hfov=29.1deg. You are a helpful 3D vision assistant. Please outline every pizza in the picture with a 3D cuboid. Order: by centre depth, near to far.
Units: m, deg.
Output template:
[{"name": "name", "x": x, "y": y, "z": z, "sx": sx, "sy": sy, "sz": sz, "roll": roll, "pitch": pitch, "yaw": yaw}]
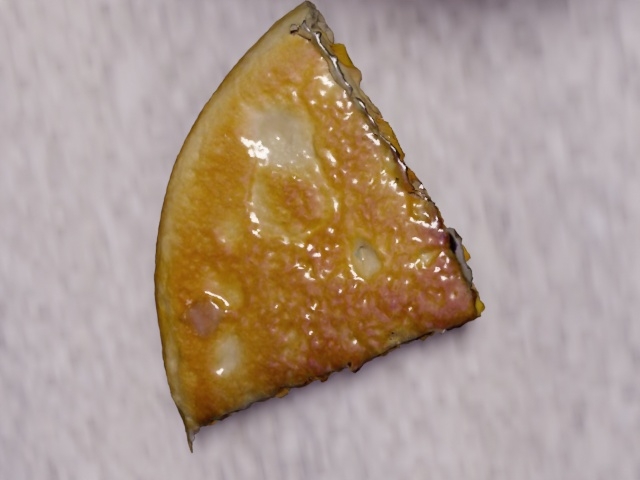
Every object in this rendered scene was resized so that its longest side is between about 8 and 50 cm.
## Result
[{"name": "pizza", "x": 0.000, "y": 0.000, "z": 0.469, "sx": 0.131, "sy": 0.041, "sz": 0.178, "roll": 6, "pitch": 100, "yaw": 14}]
